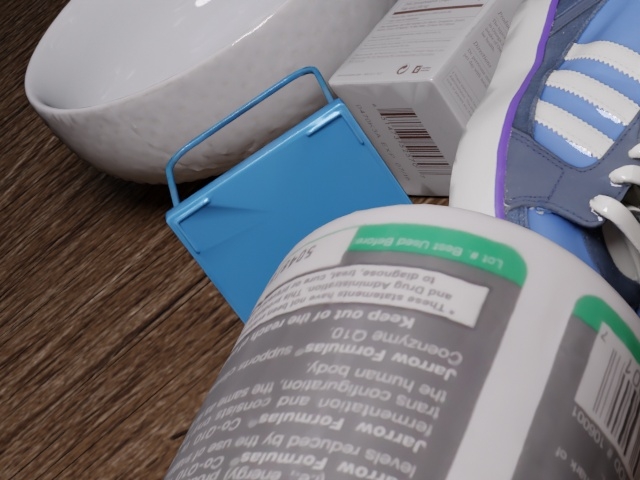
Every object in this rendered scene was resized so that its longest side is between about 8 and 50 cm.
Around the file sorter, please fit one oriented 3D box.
[{"bbox_3d":[0.000,0.000,1.082,0.118,0.170,0.104,-34,25,5],"label":"file sorter"}]

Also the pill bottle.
[{"bbox_3d":[0.009,0.171,0.764,0.204,0.204,0.361,-13,34,37],"label":"pill bottle"}]

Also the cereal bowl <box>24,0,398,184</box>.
[{"bbox_3d":[-0.058,-0.159,1.428,0.339,0.141,0.339,-28,28,16],"label":"cereal bowl"}]

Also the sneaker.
[{"bbox_3d":[0.209,-0.055,0.973,0.236,0.130,0.323,-13,40,29],"label":"sneaker"}]

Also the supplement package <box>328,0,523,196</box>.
[{"bbox_3d":[0.111,-0.126,1.221,0.105,0.105,0.179,3,46,51],"label":"supplement package"}]
